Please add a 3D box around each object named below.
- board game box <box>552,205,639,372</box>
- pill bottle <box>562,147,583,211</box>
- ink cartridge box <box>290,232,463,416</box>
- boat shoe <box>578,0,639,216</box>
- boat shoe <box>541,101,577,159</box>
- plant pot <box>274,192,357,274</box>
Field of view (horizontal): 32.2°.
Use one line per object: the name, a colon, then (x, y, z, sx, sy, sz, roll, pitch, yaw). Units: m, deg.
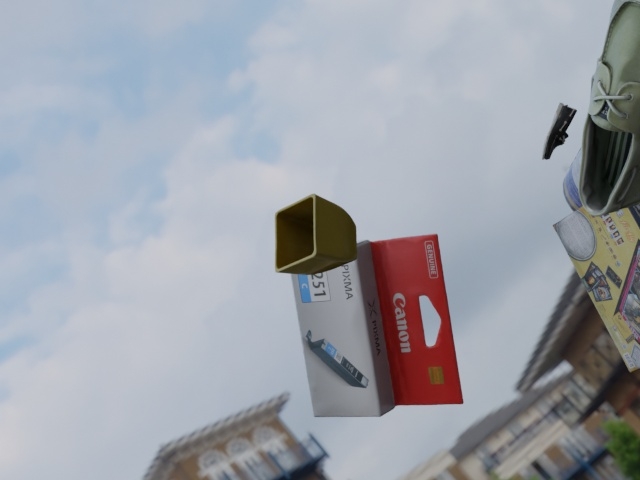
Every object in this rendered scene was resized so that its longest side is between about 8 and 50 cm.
board game box: (0.440, 0.051, 1.560, 0.042, 0.243, 0.165, -21, -11, -27)
pill bottle: (0.455, -0.121, 1.684, 0.123, 0.123, 0.219, -35, -17, -18)
ink cartridge box: (0.088, 0.146, 1.860, 0.261, 0.296, 0.066, -7, 5, 31)
boat shoe: (0.341, -0.149, 1.202, 0.094, 0.109, 0.302, -31, -46, -26)
boat shoe: (0.437, -0.197, 2.030, 0.046, 0.038, 0.125, 93, -160, -60)
plant pot: (0.000, 0.000, 1.369, 0.083, 0.081, 0.081, 16, -26, -36)
